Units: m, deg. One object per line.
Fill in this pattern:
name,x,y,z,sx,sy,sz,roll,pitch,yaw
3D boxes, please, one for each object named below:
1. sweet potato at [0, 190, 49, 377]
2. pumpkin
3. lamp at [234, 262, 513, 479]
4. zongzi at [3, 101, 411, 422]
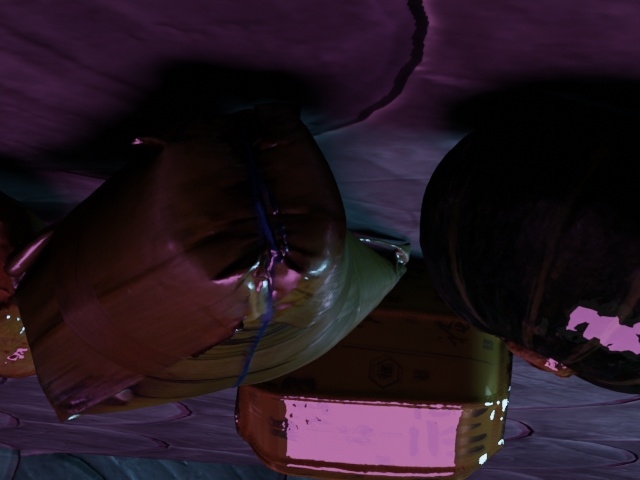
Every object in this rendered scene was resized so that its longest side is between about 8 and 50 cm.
sweet potato,-0.234,-0.002,0.877,0.109,0.109,0.385,-2,161,22
pumpkin,0.128,0.005,0.763,0.167,0.125,0.167,23,-170,-4
lamp,0.037,0.092,1.111,0.185,0.161,0.161,6,167,0
zongzi,0.000,0.000,0.865,0.289,0.123,0.260,-9,165,-33
